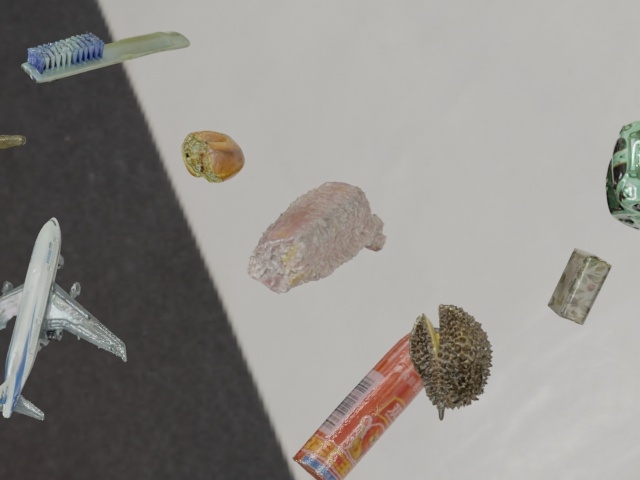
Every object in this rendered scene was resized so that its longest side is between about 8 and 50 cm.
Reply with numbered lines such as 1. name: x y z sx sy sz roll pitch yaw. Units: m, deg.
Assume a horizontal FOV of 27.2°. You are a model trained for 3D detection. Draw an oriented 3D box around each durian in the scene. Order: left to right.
1. durian: 0.156 0.147 1.530 0.071 0.110 0.140 -159 70 -64

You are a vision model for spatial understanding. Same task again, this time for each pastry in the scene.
1. pastry: 0.003 -0.013 1.823 0.103 0.265 0.112 17 112 27

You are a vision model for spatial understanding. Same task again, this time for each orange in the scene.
1. orange: -0.138 -0.105 1.707 0.086 0.086 0.062 35 123 43

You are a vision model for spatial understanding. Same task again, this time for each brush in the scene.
1. brush: -0.196 -0.180 1.224 0.033 0.178 0.030 29 127 37

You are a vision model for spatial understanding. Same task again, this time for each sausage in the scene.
1. sausage: 0.078 0.212 1.764 0.274 0.074 0.074 -47 43 -14

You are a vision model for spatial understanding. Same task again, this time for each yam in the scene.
1. yam: -0.319 -0.091 1.252 0.107 0.014 0.014 -3 88 32

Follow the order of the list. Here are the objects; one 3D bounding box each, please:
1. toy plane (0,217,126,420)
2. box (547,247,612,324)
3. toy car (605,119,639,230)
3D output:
1. toy plane: -0.292 0.080 1.332 0.226 0.058 0.226 0 53 15
2. box: 0.360 0.064 1.839 0.062 0.045 0.098 -136 68 -75
3. toy car: 0.502 -0.085 2.043 0.125 0.306 0.136 -5 73 29
